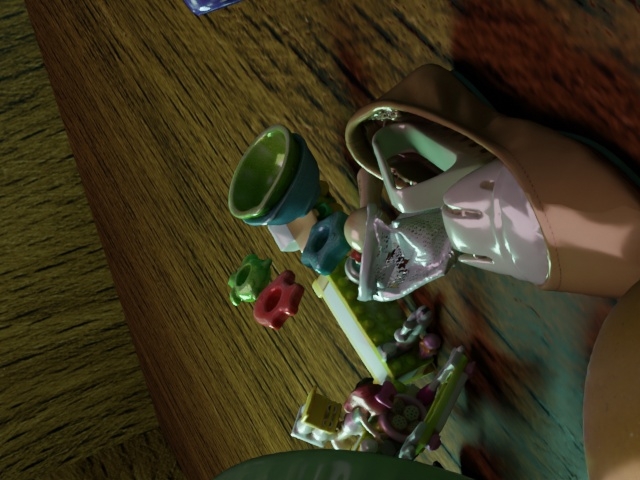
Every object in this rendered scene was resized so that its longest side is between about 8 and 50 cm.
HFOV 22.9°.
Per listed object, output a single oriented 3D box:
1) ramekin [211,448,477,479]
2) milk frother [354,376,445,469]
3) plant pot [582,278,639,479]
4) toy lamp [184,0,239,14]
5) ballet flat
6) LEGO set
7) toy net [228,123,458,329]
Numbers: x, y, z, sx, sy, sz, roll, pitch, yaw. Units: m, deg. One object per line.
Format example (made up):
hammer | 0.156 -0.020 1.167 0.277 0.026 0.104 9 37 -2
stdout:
ramekin | 0.035 0.245 0.866 0.303 0.303 0.148 85 -159 -51
milk frother | 0.026 0.189 1.090 0.143 0.135 0.129 62 -176 30
plant pot | 0.156 0.054 0.450 0.095 0.134 0.134 -32 79 52
toy lamp | -0.108 -0.289 1.068 0.080 0.080 0.274 -171 63 -76
ballet flat | 0.077 -0.020 0.737 0.232 0.073 0.080 -137 28 -62
LEGO set | 0.033 0.067 1.013 0.107 0.132 0.287 119 159 -53
toy net | 0.000 0.000 0.964 0.045 0.122 0.232 30 175 -28
